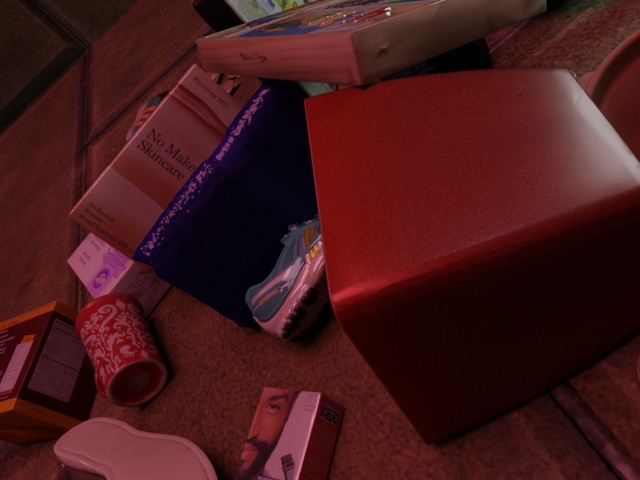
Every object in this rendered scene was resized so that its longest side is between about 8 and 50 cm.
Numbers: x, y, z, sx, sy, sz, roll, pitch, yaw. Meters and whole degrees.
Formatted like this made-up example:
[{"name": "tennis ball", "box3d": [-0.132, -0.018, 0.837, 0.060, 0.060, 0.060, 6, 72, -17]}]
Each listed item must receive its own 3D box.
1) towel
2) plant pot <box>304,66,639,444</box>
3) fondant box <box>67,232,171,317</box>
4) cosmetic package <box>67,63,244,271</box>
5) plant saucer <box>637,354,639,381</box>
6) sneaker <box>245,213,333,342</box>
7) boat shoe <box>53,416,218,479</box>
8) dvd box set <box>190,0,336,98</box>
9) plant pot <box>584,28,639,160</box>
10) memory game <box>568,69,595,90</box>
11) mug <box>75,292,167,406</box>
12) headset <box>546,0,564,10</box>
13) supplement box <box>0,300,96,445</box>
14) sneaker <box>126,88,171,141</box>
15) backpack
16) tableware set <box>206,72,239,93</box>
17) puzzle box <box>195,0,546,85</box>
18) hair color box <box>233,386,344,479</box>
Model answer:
[{"name": "towel", "box3d": [-0.088, -0.048, 0.753, 0.076, 0.228, 0.308, 25, 77, 49]}, {"name": "plant pot", "box3d": [0.152, -0.006, 0.507, 0.236, 0.267, 0.267, -20, 46, 12]}, {"name": "fondant box", "box3d": [-0.324, -0.030, 1.046, 0.238, 0.096, 0.330, 26, 78, 49]}, {"name": "cosmetic package", "box3d": [-0.245, -0.115, 0.864, 0.296, 0.153, 0.129, -55, 21, -8]}, {"name": "plant saucer", "box3d": [0.310, 0.110, 0.442, 0.083, 0.015, 0.083, -23, 44, 25]}, {"name": "sneaker", "box3d": [0.000, 0.000, 0.714, 0.110, 0.107, 0.275, 32, 80, 33]}, {"name": "boat shoe", "box3d": [-0.231, 0.310, 0.688, 0.305, 0.091, 0.109, 1, 22, 39]}, {"name": "dvd box set", "box3d": [-0.064, -0.460, 1.012, 0.062, 0.307, 0.420, -17, 49, 33]}, {"name": "plant pot", "box3d": [0.379, -0.112, 0.492, 0.237, 0.110, 0.237, -24, 44, 26]}, {"name": "memory game", "box3d": [0.285, -0.145, 0.677, 0.186, 0.012, 0.186, -23, 45, 25]}, {"name": "mug", "box3d": [-0.315, 0.191, 0.872, 0.113, 0.150, 0.169, -20, 37, -26]}, {"name": "headset", "box3d": [0.319, -0.470, 0.782, 0.394, 0.185, 0.243, 1, 57, 28]}, {"name": "supplement box", "box3d": [-0.500, 0.238, 0.949, 0.191, 0.129, 0.194, -19, 47, 29]}, {"name": "sneaker", "box3d": [-0.380, -0.278, 1.289, 0.121, 0.108, 0.302, -36, 39, 19]}, {"name": "backpack", "box3d": [0.157, -0.304, 0.841, 0.173, 0.117, 0.158, -26, 43, 26]}, {"name": "tableware set", "box3d": [-0.256, -0.391, 1.345, 0.169, 0.020, 0.141, -2, 59, 39]}, {"name": "puzzle box", "box3d": [0.035, -0.278, 0.697, 0.272, 0.052, 0.409, -28, 30, -24]}, {"name": "hair color box", "box3d": [-0.043, 0.255, 0.599, 0.093, 0.053, 0.167, -8, 52, 38]}]
